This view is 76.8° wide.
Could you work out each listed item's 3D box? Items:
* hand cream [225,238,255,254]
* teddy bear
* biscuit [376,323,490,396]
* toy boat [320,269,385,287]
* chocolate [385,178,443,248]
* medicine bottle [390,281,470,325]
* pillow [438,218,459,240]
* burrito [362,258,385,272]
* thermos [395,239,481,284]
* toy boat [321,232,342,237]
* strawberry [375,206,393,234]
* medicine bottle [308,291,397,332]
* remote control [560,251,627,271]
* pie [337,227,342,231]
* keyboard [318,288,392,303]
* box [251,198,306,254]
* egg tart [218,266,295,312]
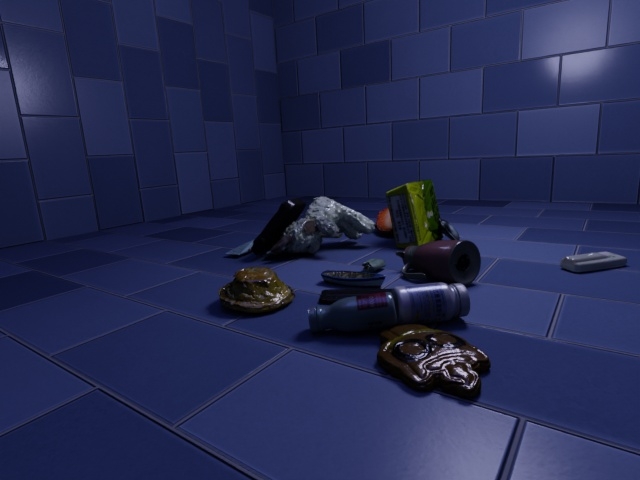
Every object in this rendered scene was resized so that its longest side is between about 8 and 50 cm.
[{"bbox_3d":[-0.321,0.017,1.967,0.085,0.058,0.331,5,15,29],"label":"hand cream"},{"bbox_3d":[0.000,0.000,1.836,0.375,0.362,0.327,32,-22,-15],"label":"teddy bear"},{"bbox_3d":[0.231,0.243,0.864,0.209,0.041,0.290,-9,13,-19],"label":"biscuit"},{"bbox_3d":[0.113,0.130,1.382,0.229,0.045,0.080,3,13,24],"label":"toy boat"},{"bbox_3d":[0.440,-0.122,1.887,0.137,0.300,0.289,-10,5,39],"label":"chocolate"},{"bbox_3d":[0.285,0.164,1.059,0.187,0.102,0.103,-4,13,-5],"label":"medicine bottle"},{"bbox_3d":[0.604,-0.046,1.893,0.055,0.136,0.091,-49,9,-5],"label":"pillow"},{"bbox_3d":[0.193,0.095,1.523,0.074,0.044,0.118,2,12,32],"label":"burrito"},{"bbox_3d":[0.390,0.074,1.396,0.176,0.146,0.265,-38,19,-24],"label":"thermos"},{"bbox_3d":[0.056,-0.029,2.176,0.115,0.016,0.063,3,14,23],"label":"toy boat"},{"bbox_3d":[0.403,-0.089,2.187,0.234,0.137,0.306,-17,28,38],"label":"strawberry"},{"bbox_3d":[0.080,0.188,1.027,0.217,0.090,0.090,-8,12,5],"label":"medicine bottle"},{"bbox_3d":[0.966,0.071,1.431,0.230,0.049,0.090,-5,15,-17],"label":"remote control"},{"bbox_3d":[0.107,-0.106,2.395,0.323,0.070,0.323,-3,14,1],"label":"pie"},{"bbox_3d":[0.128,0.173,1.253,0.263,0.016,0.106,-2,12,8],"label":"keyboard"},{"bbox_3d":[-0.190,-0.069,1.845,0.073,0.290,0.289,39,11,3],"label":"box"},{"bbox_3d":[-0.199,0.148,1.261,0.241,0.105,0.241,1,15,0],"label":"egg tart"}]
